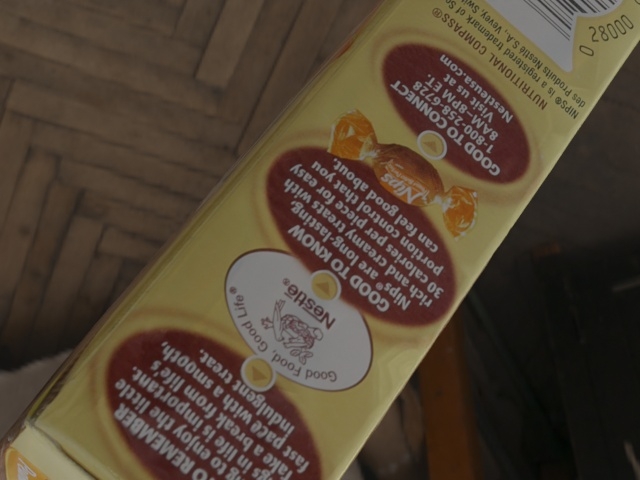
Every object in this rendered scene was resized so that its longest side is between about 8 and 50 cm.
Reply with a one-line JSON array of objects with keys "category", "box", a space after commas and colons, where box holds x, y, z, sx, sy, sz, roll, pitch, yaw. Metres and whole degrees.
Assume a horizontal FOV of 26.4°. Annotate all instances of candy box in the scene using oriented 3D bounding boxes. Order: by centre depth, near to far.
[{"category": "candy box", "box": [0.000, 0.000, 0.518, 0.087, 0.316, 0.183, 41, 149, -3]}]
